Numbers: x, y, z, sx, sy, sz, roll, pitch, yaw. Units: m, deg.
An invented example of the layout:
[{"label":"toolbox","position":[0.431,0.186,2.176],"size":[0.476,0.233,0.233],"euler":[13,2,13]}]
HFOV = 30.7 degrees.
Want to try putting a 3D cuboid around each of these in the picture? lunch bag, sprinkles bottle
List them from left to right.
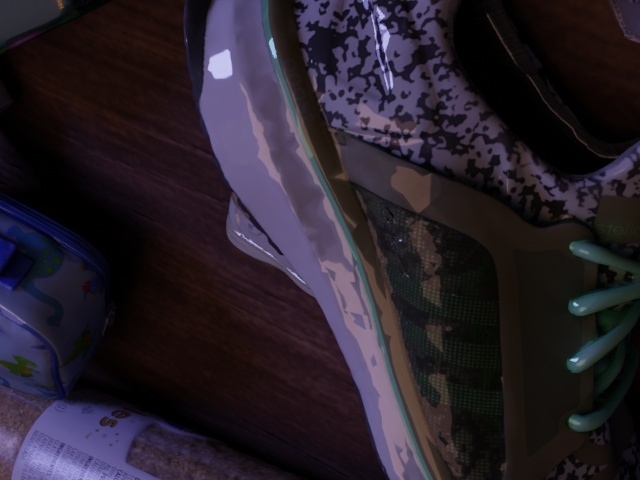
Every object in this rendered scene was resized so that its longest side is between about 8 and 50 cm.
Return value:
[{"label":"lunch bag","position":[-0.247,0.016,0.792],"size":[0.219,0.090,0.176],"euler":[27,156,4]},{"label":"sprinkles bottle","position":[-0.117,0.188,0.835],"size":[0.355,0.121,0.121],"euler":[16,126,28]}]

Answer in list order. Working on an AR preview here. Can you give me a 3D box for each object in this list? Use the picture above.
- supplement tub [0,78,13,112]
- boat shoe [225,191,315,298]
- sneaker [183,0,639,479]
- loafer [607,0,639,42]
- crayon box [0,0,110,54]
[{"label":"supplement tub","position":[-0.264,-0.121,0.781],"size":[0.071,0.071,0.107],"euler":[-24,103,44]},{"label":"boat shoe","position":[0.000,0.000,0.675],"size":[0.135,0.050,0.045],"euler":[23,135,24]},{"label":"sneaker","position":[0.104,0.019,0.553],"size":[0.182,0.158,0.410],"euler":[-25,104,34]},{"label":"loafer","position":[0.132,-0.140,0.491],"size":[0.045,0.039,0.125],"euler":[12,124,32]},{"label":"crayon box","position":[-0.253,-0.227,0.656],"size":[0.165,0.081,0.278],"euler":[-22,105,19]}]
